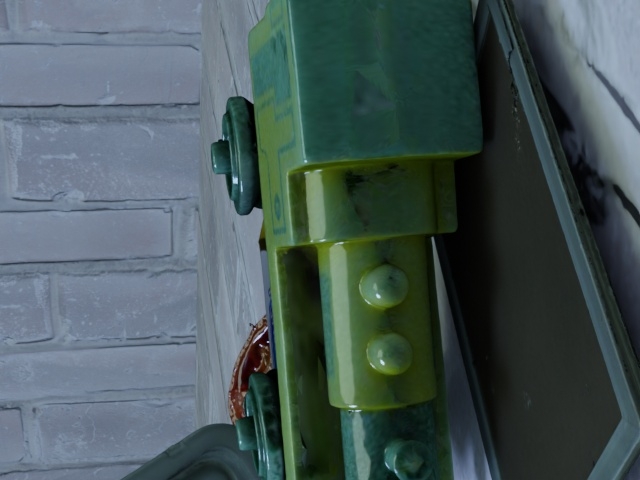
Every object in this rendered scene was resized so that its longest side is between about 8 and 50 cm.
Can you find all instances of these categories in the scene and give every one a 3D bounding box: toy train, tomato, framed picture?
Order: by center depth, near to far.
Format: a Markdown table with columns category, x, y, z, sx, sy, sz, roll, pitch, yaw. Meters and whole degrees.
| category | x | y | z | sx | sy | sz | roll | pitch | yaw |
| --- | --- | --- | --- | --- | --- | --- | --- | --- | --- |
| framed picture | 0.112 | 0.031 | 0.639 | 0.232 | 0.019 | 0.296 | 97 | 167 | -53 |
| toy train | 0.022 | 0.029 | 0.743 | 0.237 | 0.150 | 0.368 | 172 | 93 | -76 |
| tomato | -0.007 | 0.152 | 1.148 | 0.166 | 0.082 | 0.174 | 41 | 117 | 39 |

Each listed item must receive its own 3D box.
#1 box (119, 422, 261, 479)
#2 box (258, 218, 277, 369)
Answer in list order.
| category | x | y | z | sx | sy | sz | roll | pitch | yaw |
| --- | --- | --- | --- | --- | --- | --- | --- | --- | --- |
| box | -0.086 | 0.329 | 0.974 | 0.311 | 0.175 | 0.182 | 59 | 149 | 2 |
| box | 0.012 | 0.077 | 0.990 | 0.168 | 0.097 | 0.265 | 110 | 156 | -63 |
